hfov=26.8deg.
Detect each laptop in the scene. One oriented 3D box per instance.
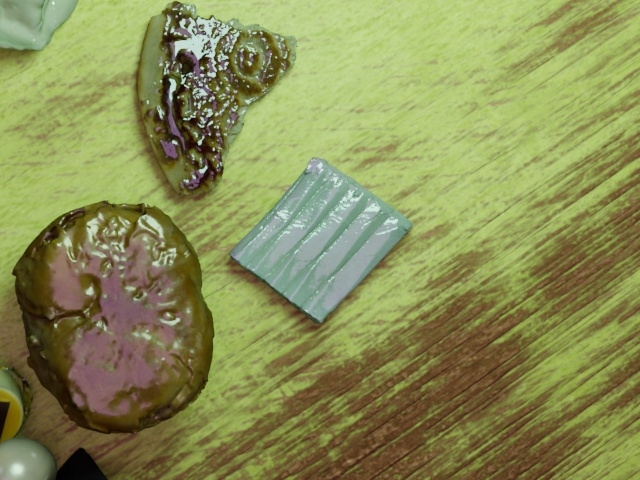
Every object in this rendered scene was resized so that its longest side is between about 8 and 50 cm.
[{"bbox_3d":[-0.327,0.375,1.796,0.135,0.197,0.016,-48,128,-3],"label":"laptop"}]

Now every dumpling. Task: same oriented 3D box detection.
[{"bbox_3d":[-0.407,-0.364,1.821,0.179,0.131,0.252,34,64,-25],"label":"dumpling"}]

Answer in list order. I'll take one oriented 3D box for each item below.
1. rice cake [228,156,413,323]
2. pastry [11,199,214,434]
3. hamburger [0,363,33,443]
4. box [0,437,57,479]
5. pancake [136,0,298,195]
[{"bbox_3d":[0.000,0.000,1.898,0.189,0.037,0.198,36,86,-6],"label":"rice cake"},{"bbox_3d":[-0.275,0.103,1.803,0.255,0.162,0.311,-7,89,-9],"label":"pastry"},{"bbox_3d":[-0.457,0.224,1.811,0.141,0.081,0.126,-10,122,-22],"label":"hamburger"},{"bbox_3d":[-0.409,0.331,1.767,0.088,0.200,0.146,29,79,0],"label":"box"},{"bbox_3d":[-0.140,-0.215,1.885,0.244,0.057,0.266,-20,97,-15],"label":"pancake"}]
